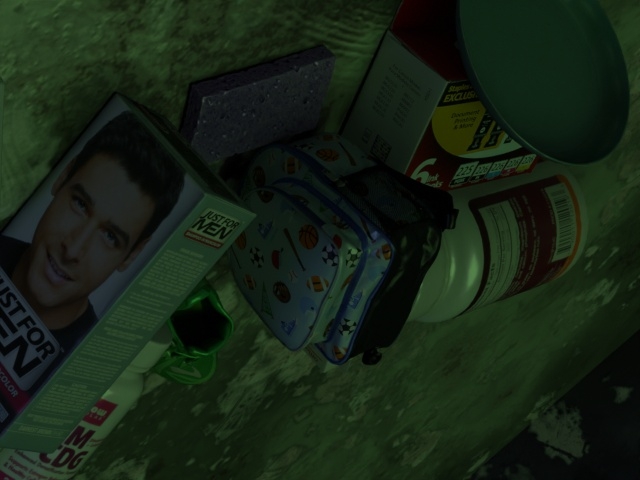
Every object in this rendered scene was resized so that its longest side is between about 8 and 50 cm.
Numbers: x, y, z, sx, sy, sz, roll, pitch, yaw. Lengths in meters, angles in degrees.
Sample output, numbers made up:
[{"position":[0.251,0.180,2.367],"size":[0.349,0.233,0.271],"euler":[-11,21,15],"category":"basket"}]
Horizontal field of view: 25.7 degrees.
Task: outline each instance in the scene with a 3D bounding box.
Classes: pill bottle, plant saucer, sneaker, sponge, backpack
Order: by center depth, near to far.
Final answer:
[{"position":[-0.079,-0.163,1.720],"size":[0.210,0.031,0.117],"euler":[-21,145,-35],"category":"sponge"},{"position":[-0.322,0.188,1.744],"size":[0.283,0.160,0.160],"euler":[-50,151,11],"category":"pill bottle"},{"position":[0.000,0.000,1.801],"size":[0.213,0.263,0.276],"euler":[-7,135,-41],"category":"backpack"},{"position":[0.286,-0.242,1.847],"size":[0.317,0.318,0.043],"euler":[-13,172,-43],"category":"plant saucer"},{"position":[-0.182,0.125,1.877],"size":[0.109,0.123,0.295],"euler":[-35,151,-17],"category":"sneaker"},{"position":[0.201,-0.004,2.078],"size":[0.392,0.224,0.224],"euler":[-15,141,-44],"category":"pill bottle"}]

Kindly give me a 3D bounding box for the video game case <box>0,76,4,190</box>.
[{"position":[-0.415,-0.068,1.424],"size":[0.201,0.023,0.183],"euler":[-23,146,-32],"category":"video game case"}]

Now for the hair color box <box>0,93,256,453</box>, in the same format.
[{"position":[-0.268,0.041,1.589],"size":[0.374,0.185,0.113],"euler":[-49,151,9],"category":"hair color box"}]

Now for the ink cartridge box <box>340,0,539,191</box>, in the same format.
[{"position":[0.209,-0.212,1.920],"size":[0.309,0.130,0.272],"euler":[-14,139,-42],"category":"ink cartridge box"}]

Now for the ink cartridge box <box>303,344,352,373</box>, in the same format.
[{"position":[0.007,0.124,2.138],"size":[0.061,0.104,0.181],"euler":[-23,145,-33],"category":"ink cartridge box"}]
